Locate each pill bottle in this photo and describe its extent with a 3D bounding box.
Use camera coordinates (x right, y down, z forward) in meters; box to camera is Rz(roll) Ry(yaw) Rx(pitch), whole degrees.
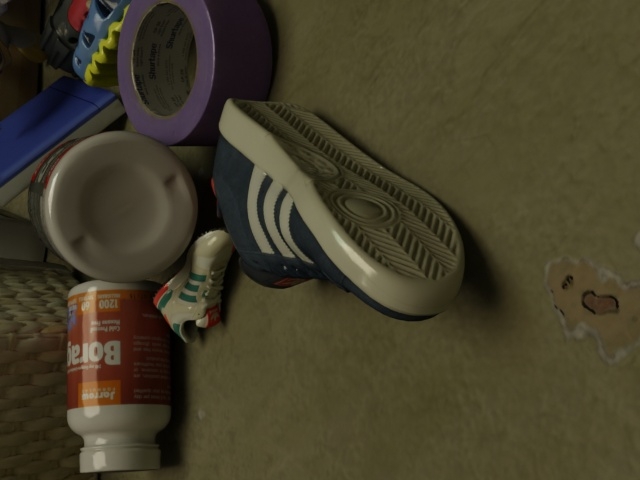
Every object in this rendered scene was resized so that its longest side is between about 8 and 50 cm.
[{"bbox_3d":[-0.235,0.160,1.127,0.121,0.121,0.216,-22,67,50],"label":"pill bottle"},{"bbox_3d":[-0.254,-0.043,1.121,0.283,0.161,0.161,-170,88,-67],"label":"pill bottle"}]

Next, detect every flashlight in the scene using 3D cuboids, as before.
[{"bbox_3d":[-0.300,-0.341,1.331,0.304,0.103,0.103,-43,24,45],"label":"flashlight"}]

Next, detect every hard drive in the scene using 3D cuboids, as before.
[{"bbox_3d":[-0.444,-0.114,1.352,0.318,0.040,0.210,-42,34,-17],"label":"hard drive"}]

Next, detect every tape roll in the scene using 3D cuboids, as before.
[{"bbox_3d":[-0.144,-0.199,1.072,0.189,0.080,0.189,6,98,47],"label":"tape roll"}]

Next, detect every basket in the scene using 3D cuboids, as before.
[{"bbox_3d":[-0.462,0.210,1.263,0.266,0.331,0.328,29,107,46],"label":"basket"}]

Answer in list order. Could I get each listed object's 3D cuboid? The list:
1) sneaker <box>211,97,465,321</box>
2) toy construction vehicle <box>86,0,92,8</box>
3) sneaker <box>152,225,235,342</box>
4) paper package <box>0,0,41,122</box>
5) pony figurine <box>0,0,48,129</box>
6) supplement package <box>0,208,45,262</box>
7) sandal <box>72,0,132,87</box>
[{"bbox_3d":[0.000,0.000,0.848,0.350,0.131,0.148,49,130,52],"label":"sneaker"},{"bbox_3d":[-0.262,-0.283,1.280,0.035,0.098,0.086,-44,52,-5],"label":"toy construction vehicle"},{"bbox_3d":[-0.123,0.051,1.062,0.161,0.057,0.075,-47,67,35],"label":"sneaker"},{"bbox_3d":[-0.622,-0.318,1.696,0.309,0.168,0.325,-15,72,52],"label":"paper package"},{"bbox_3d":[-0.503,-0.357,1.372,0.363,0.302,0.351,-111,6,-66],"label":"pony figurine"},{"bbox_3d":[-0.595,0.043,1.565,0.262,0.199,0.198,15,95,53],"label":"supplement package"},{"bbox_3d":[-0.213,-0.327,1.159,0.138,0.126,0.317,44,113,17],"label":"sandal"}]
